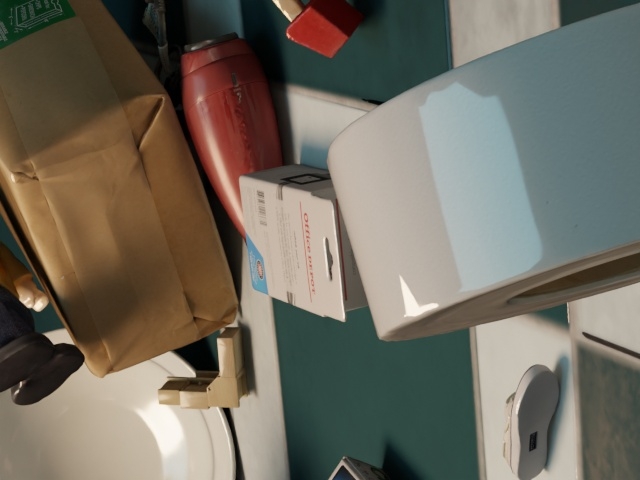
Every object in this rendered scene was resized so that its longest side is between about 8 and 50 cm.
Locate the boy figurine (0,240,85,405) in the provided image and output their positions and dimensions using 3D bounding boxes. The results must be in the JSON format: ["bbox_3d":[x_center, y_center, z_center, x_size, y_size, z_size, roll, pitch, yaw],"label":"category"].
[{"bbox_3d":[-0.322,0.022,1.676,0.092,0.177,0.285,-38,58,13],"label":"boy figurine"}]

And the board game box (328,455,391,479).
[{"bbox_3d":[0.054,0.333,1.402,0.193,0.053,0.305,-57,39,10],"label":"board game box"}]

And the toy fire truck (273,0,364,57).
[{"bbox_3d":[-0.030,-0.244,1.340,0.192,0.047,0.135,36,124,-3],"label":"toy fire truck"}]

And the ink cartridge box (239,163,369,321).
[{"bbox_3d":[0.000,0.000,1.464,0.180,0.060,0.104,18,116,62],"label":"ink cartridge box"}]

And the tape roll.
[{"bbox_3d":[0.151,-0.037,0.867,0.286,0.286,0.100,-33,71,64],"label":"tape roll"}]

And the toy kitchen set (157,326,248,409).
[{"bbox_3d":[-0.113,0.120,1.760,0.068,0.083,0.075,-50,-42,-67],"label":"toy kitchen set"}]

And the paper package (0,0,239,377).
[{"bbox_3d":[-0.240,-0.088,1.717,0.325,0.168,0.309,54,165,42],"label":"paper package"}]

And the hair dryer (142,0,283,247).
[{"bbox_3d":[-0.090,-0.117,1.623,0.223,0.080,0.293,84,166,-57],"label":"hair dryer"}]

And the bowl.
[{"bbox_3d":[-0.236,0.237,1.867,0.134,0.298,0.298,97,159,-86],"label":"bowl"}]

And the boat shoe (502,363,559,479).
[{"bbox_3d":[0.143,0.123,1.252,0.035,0.035,0.100,46,148,44],"label":"boat shoe"}]
